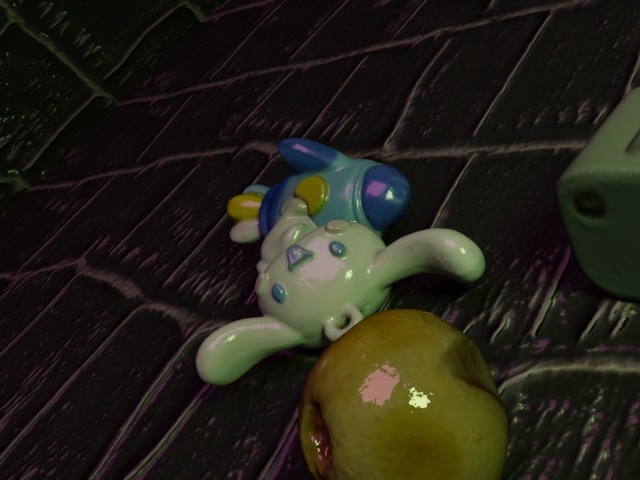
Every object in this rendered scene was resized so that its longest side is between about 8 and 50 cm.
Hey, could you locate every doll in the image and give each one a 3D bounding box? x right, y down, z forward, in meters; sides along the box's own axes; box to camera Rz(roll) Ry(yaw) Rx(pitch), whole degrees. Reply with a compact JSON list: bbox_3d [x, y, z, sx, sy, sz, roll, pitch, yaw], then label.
[{"bbox_3d":[-0.002,-0.006,1.061,0.376,0.187,0.366,-12,43,1],"label":"doll"}]

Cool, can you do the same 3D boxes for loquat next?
[{"bbox_3d":[0.084,0.170,0.757,0.213,0.213,0.213,-23,35,17],"label":"loquat"}]

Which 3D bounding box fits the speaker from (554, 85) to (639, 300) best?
[{"bbox_3d":[0.449,-0.049,0.730,0.406,0.183,0.184,6,45,45],"label":"speaker"}]
